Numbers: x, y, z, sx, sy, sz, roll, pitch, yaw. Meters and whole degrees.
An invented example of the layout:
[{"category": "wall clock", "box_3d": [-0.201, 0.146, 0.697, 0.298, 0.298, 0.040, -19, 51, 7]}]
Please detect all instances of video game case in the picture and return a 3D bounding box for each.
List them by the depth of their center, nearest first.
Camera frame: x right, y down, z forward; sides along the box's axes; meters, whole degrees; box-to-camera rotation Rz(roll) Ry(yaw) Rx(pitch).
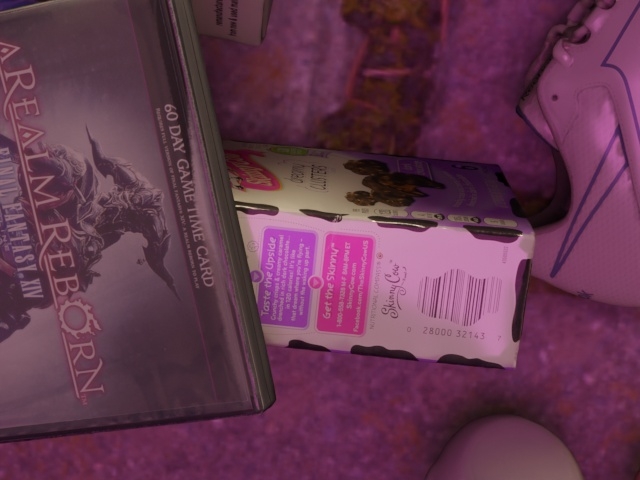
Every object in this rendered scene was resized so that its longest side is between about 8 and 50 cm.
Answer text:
[{"category": "video game case", "box_3d": [-0.168, 0.000, 0.706, 0.274, 0.026, 0.196, -8, 99, 22]}]

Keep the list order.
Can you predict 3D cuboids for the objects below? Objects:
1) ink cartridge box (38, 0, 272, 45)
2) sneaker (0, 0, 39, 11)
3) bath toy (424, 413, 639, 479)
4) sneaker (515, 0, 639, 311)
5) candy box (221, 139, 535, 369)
[{"category": "ink cartridge box", "box_3d": [-0.146, -0.231, 0.710, 0.289, 0.121, 0.211, 12, 81, -2]}, {"category": "sneaker", "box_3d": [-0.146, -0.100, 0.805, 0.190, 0.071, 0.083, -24, 109, 7]}, {"category": "bath toy", "box_3d": [0.222, 0.194, 0.851, 0.348, 0.151, 0.129, 10, 140, -1]}, {"category": "sneaker", "box_3d": [0.173, -0.097, 0.781, 0.129, 0.111, 0.297, 10, 104, 2]}, {"category": "candy box", "box_3d": [0.000, 0.000, 0.777, 0.196, 0.165, 0.070, 5, 104, -1]}]
